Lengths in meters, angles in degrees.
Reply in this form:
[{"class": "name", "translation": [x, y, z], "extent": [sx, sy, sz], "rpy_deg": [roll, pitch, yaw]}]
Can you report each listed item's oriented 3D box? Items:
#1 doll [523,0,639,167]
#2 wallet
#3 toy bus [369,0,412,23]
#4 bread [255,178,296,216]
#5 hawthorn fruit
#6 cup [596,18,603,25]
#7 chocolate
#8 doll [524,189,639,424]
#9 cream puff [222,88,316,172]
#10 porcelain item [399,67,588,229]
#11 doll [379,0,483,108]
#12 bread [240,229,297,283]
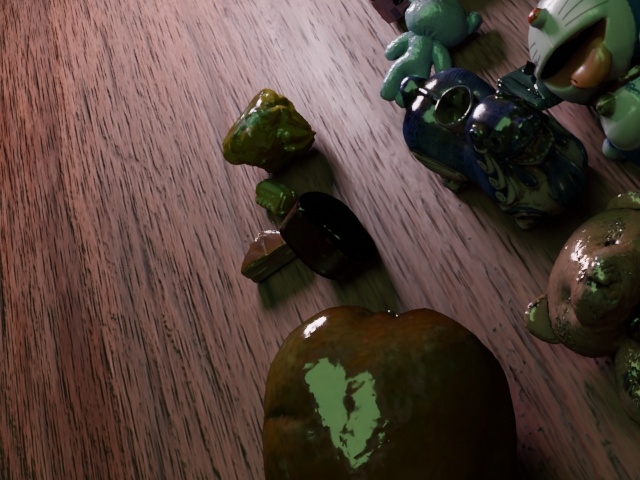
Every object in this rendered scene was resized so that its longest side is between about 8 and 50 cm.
[{"class": "doll", "translation": [0.332, -0.182, 0.991], "extent": [0.161, 0.215, 0.257], "rpy_deg": [-23, 72, -18]}, {"class": "wallet", "translation": [0.301, -0.212, 1.139], "extent": [0.129, 0.026, 0.088], "rpy_deg": [-28, 43, -17]}, {"class": "toy bus", "translation": [0.164, -0.427, 1.390], "extent": [0.203, 0.090, 0.063], "rpy_deg": [-34, 46, 17]}, {"class": "bread", "translation": [-0.071, -0.067, 1.392], "extent": [0.088, 0.033, 0.049], "rpy_deg": [25, 95, 50]}, {"class": "hawthorn fruit", "translation": [0.072, 0.222, 0.921], "extent": [0.267, 0.267, 0.301], "rpy_deg": [-14, 63, 33]}, {"class": "cup", "translation": [0.384, -0.327, 1.098], "extent": [0.138, 0.150, 0.113], "rpy_deg": [-36, 36, 19]}, {"class": "chocolate", "translation": [0.000, 0.000, 1.238], "extent": [0.080, 0.125, 0.149], "rpy_deg": [-54, 45, 22]}, {"class": "doll", "translation": [0.334, 0.082, 0.862], "extent": [0.201, 0.156, 0.303], "rpy_deg": [-59, 42, 13]}, {"class": "cream puff", "translation": [-0.079, -0.167, 1.418], "extent": [0.146, 0.116, 0.146], "rpy_deg": [-53, 15, 20]}, {"class": "porcelain item", "translation": [0.198, -0.128, 1.099], "extent": [0.138, 0.186, 0.288], "rpy_deg": [-51, 42, 4]}, {"class": "doll", "translation": [0.156, -0.284, 1.330], "extent": [0.120, 0.075, 0.180], "rpy_deg": [28, 105, 9]}, {"class": "bread", "translation": [-0.073, 0.012, 1.335], "extent": [0.109, 0.043, 0.062], "rpy_deg": [-32, 48, 22]}]
